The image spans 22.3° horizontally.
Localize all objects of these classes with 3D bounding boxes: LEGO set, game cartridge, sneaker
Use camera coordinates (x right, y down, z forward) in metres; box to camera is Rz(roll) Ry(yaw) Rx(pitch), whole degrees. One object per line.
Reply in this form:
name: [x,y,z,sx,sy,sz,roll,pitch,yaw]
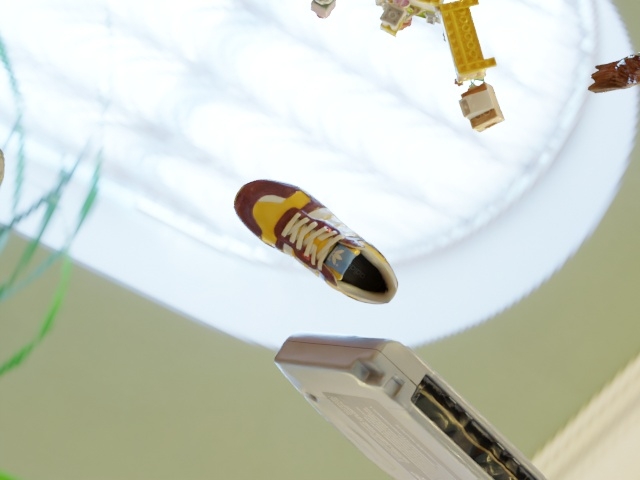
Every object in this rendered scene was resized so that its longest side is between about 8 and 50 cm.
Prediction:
LEGO set: [0.130,-0.241,1.948,0.132,0.287,0.107,-47,166,-11]
game cartridge: [0.096,0.190,1.576,0.196,0.294,0.060,-5,-134,55]
sneaker: [0.000,0.000,1.604,0.070,0.185,0.084,-59,-163,2]

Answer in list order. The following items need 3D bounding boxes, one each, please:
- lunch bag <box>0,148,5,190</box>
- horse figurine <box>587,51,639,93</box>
lunch bag: [-0.613,-0.035,2.206,0.212,0.305,0.256,122,-12,-50]
horse figurine: [0.288,-0.224,1.231,0.174,0.066,0.263,-111,-138,-81]
